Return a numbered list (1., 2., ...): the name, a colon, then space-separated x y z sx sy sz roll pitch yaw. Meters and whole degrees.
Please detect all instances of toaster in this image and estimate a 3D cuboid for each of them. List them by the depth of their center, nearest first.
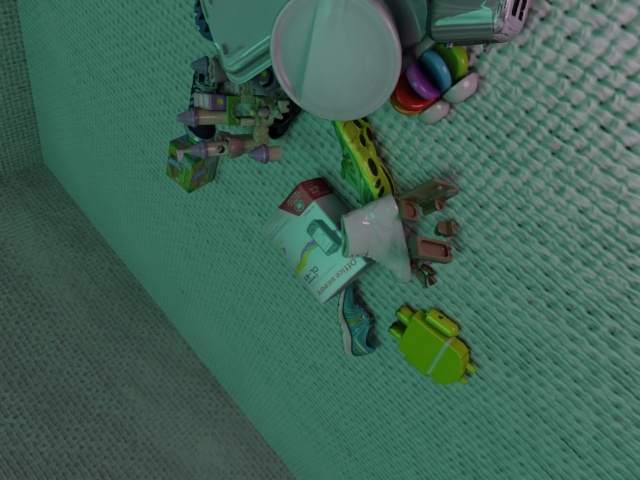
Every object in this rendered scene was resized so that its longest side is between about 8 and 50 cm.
1. toaster: 0.285 -0.451 0.815 0.146 0.129 0.227 20 111 33

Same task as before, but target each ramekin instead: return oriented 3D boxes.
1. ramekin: 0.040 -0.398 0.970 0.272 0.127 0.273 11 134 11

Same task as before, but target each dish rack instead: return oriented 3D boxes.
1. dish rack: -0.139 -0.562 1.092 0.332 0.072 0.286 -24 78 26

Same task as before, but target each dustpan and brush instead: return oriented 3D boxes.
1. dustpan and brush: 0.171 -0.510 0.960 0.147 0.060 0.211 30 139 66

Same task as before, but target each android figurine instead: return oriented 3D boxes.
1. android figurine: 0.325 0.312 1.369 0.272 0.056 0.248 36 137 26

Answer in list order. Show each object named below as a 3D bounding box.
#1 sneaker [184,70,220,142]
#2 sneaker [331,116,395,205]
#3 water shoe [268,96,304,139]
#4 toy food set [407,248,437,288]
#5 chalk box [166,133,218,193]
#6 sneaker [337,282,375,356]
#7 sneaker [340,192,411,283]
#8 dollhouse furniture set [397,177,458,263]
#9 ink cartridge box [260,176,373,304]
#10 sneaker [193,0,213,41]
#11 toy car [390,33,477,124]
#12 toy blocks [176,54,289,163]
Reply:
1. sneaker: -0.365 -0.445 1.477 0.153 0.099 0.282 125 145 -45
2. sneaker: 0.087 -0.214 1.219 0.123 0.109 0.296 -12 107 46
3. water shoe: -0.122 -0.358 1.369 0.073 0.080 0.203 56 142 2
4. toy food set: 0.281 0.078 1.284 0.077 0.019 0.122 -18 101 51
5. chalk box: -0.473 -0.309 1.733 0.132 0.132 0.213 39 138 13
6. sneaker: 0.121 0.254 1.540 0.109 0.107 0.276 -6 109 17
7. sneaker: 0.139 0.021 1.237 0.108 0.169 0.293 -109 -2 -53
8. dollhouse furniture set: 0.282 -0.041 1.101 0.123 0.144 0.151 -29 57 52
9. ink cartridge box: 0.000 0.000 1.399 0.306 0.131 0.226 51 121 11
10. sneaker: -0.277 -0.715 1.271 0.182 0.127 0.316 14 132 37
11. toy car: 0.218 -0.331 0.972 0.159 0.136 0.182 57 142 1
12. toy blocks: -0.265 -0.356 1.284 0.309 0.259 0.289 41 133 54
